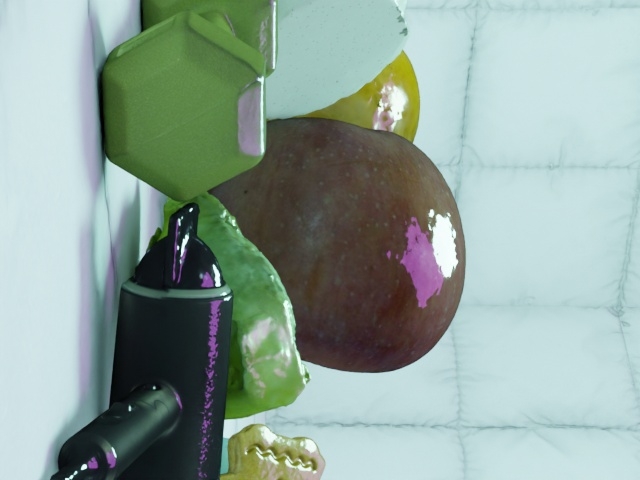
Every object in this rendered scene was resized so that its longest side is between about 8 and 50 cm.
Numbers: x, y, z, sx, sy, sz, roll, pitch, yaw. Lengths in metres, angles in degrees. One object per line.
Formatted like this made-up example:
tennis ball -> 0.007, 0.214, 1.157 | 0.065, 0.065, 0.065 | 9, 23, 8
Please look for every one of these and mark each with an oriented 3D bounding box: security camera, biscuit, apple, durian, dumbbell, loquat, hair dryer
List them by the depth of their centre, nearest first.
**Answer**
hair dryer -> -0.110, 0.087, 0.880 | 0.248, 0.078, 0.195 | -47, 143, -78
dumbbell -> -0.088, -0.129, 1.075 | 0.108, 0.121, 0.302 | 61, 12, -18
durian -> -0.079, 0.050, 1.095 | 0.139, 0.101, 0.250 | -65, -152, 15
security camera -> -0.043, -0.252, 1.335 | 0.194, 0.194, 0.236 | 91, -24, -62
apple -> 0.000, 0.000, 1.425 | 0.306, 0.306, 0.235 | -86, -177, -89
loquat -> -0.013, -0.156, 1.764 | 0.263, 0.263, 0.263 | 1, 90, -90
biscuit -> -0.071, 0.353, 1.805 | 0.035, 0.184, 0.249 | -5, -114, 56

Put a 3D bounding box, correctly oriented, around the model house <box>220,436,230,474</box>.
model house -> -0.073, 0.335, 1.918 | 0.119, 0.149, 0.148 | 93, 0, -50
